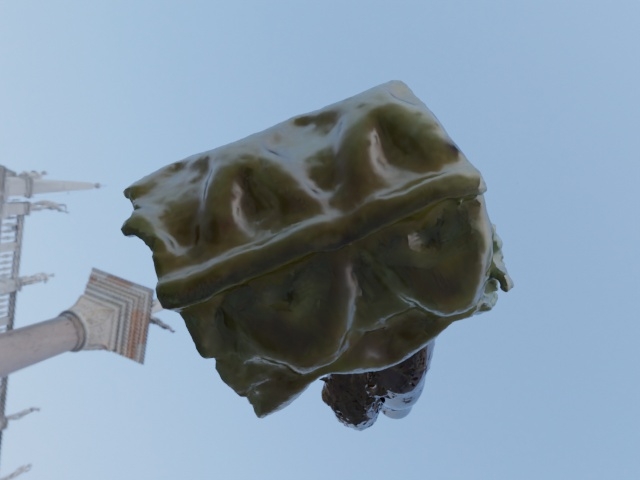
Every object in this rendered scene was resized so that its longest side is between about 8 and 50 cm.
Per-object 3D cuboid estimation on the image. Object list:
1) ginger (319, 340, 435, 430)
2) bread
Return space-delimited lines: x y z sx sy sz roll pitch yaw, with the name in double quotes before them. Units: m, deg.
"ginger" 0.125 0.266 1.063 0.253 0.176 0.419 -4 -52 -17
"bread" 0.003 0.005 0.415 0.251 0.196 0.239 -29 -69 -1
